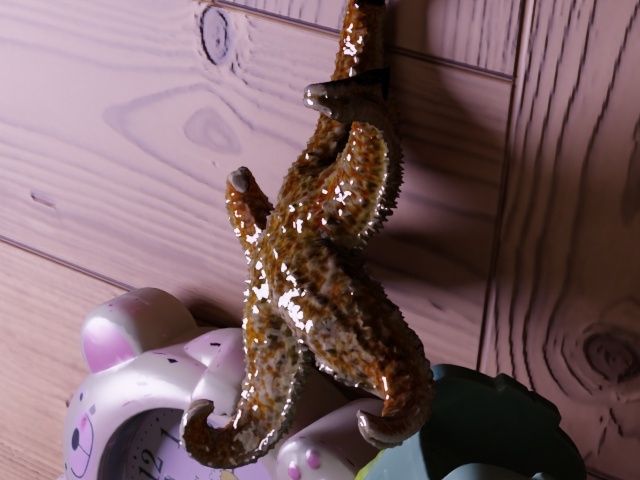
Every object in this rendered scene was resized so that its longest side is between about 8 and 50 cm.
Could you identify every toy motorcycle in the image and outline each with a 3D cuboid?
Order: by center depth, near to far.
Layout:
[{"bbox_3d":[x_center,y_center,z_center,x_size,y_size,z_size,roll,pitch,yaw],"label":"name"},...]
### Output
[{"bbox_3d":[0.178,0.214,1.007,0.326,0.191,0.200,30,105,-13],"label":"toy motorcycle"}]

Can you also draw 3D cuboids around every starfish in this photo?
[{"bbox_3d":[-0.002,0.000,1.052,0.303,0.113,0.312,120,153,-46],"label":"starfish"}]

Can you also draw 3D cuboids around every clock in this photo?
[{"bbox_3d":[-0.070,0.198,1.242,0.309,0.114,0.284,30,123,27],"label":"clock"}]
